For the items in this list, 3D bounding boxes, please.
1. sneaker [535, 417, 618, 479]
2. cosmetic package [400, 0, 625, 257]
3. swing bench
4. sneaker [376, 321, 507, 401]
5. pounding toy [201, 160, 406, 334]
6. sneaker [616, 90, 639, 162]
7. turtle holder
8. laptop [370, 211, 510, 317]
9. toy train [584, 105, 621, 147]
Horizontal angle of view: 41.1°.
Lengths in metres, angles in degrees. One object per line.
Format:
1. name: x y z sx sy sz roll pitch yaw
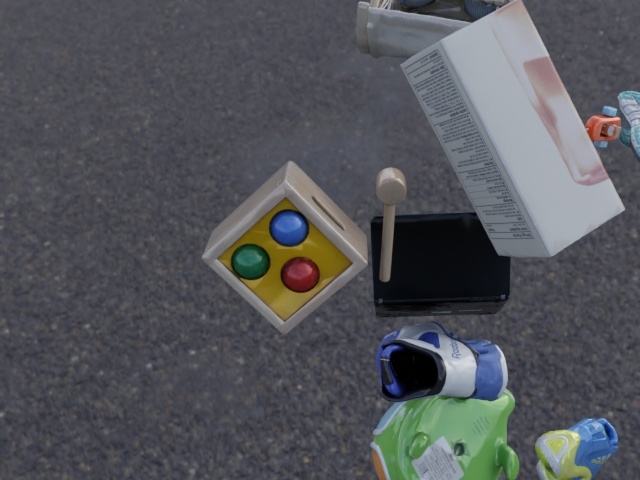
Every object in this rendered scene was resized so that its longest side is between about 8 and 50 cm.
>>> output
1. sneaker: 0.406 0.347 1.320 0.126 0.240 0.091 -27 56 -1
2. cosmetic package: 0.242 -0.136 1.095 0.129 0.296 0.153 -30 8 -13
3. swing bench: 0.216 -0.399 1.504 0.253 0.165 0.254 14 55 11
4. sneaker: 0.160 0.209 1.499 0.182 0.127 0.315 5 -2 -27
5. pounding toy: 0.011 0.003 0.925 0.206 0.181 0.094 -41 15 16
6. sneaker: 0.563 -0.186 1.512 0.065 0.076 0.166 1 52 -1
7. turtle holder: 0.232 0.373 1.660 0.227 0.243 0.320 -18 42 60
8. laptop: 0.209 0.050 1.511 0.234 0.264 0.136 -2 77 5
9. toy train: 0.375 -0.106 1.206 0.125 0.166 0.046 -2 24 -32
